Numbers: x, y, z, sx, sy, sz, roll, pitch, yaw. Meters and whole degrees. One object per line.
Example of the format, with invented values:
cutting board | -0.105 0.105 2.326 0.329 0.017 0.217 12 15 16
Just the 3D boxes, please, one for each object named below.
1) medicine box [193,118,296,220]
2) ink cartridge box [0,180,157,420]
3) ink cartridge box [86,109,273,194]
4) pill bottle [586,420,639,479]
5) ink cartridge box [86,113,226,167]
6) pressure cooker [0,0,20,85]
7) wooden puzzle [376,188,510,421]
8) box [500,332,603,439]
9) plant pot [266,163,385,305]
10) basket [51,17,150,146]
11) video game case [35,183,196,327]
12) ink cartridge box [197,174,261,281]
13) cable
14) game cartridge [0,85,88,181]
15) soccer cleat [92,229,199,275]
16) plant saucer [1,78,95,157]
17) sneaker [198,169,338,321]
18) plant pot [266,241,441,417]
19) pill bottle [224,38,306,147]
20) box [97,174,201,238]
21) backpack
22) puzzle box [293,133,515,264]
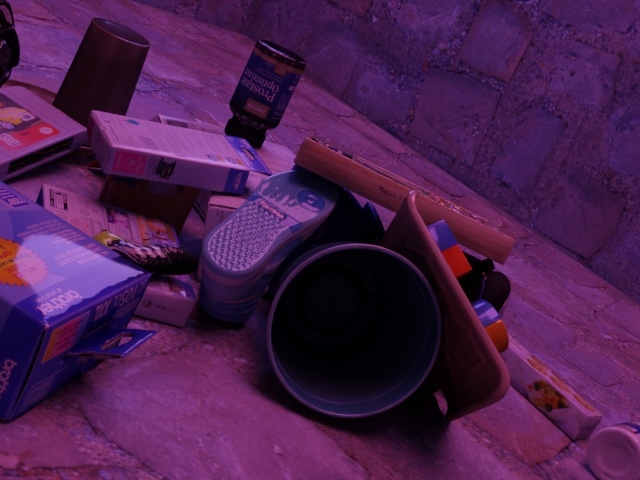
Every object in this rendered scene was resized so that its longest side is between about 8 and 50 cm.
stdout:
medicine box | -0.152 -0.122 2.011 0.263 0.149 0.289 14 23 -36
ink cartridge box | -0.411 0.063 1.162 0.395 0.151 0.270 32 19 7
ink cartridge box | -0.258 -0.157 1.647 0.311 0.065 0.186 6 24 -27
pill bottle | 0.599 0.404 1.721 0.186 0.112 0.112 5 28 -50
ink cartridge box | -0.336 -0.175 1.860 0.189 0.232 0.066 2 61 -54
pressure cooker | -0.699 -0.301 1.382 0.420 0.370 0.375 37 4 24
wooden puzzle | 0.205 0.113 1.495 0.322 0.080 0.348 112 -44 -71
box | 0.445 0.289 1.888 0.067 0.063 0.324 10 25 -45
plant pot | 0.000 0.000 1.783 0.212 0.236 0.236 29 16 -14
basket | -0.457 -0.333 1.874 0.154 0.227 0.204 24 19 -10
video game case | -0.348 0.022 1.488 0.244 0.061 0.269 17 22 -26
ink cartridge box | -0.170 -0.025 1.696 0.093 0.154 0.212 10 20 -3
cable | 0.170 0.232 1.551 0.047 0.151 0.184 -15 42 -9
game cartridge | -0.595 -0.205 1.676 0.196 0.060 0.294 29 30 11
soccer cleat | -0.272 0.035 1.394 0.178 0.060 0.072 13 38 -28
plant saucer | -0.591 -0.255 1.910 0.310 0.050 0.311 25 18 -9
sneaker | -0.102 0.016 1.558 0.127 0.208 0.319 39 49 16
plant pot | 0.035 0.120 1.484 0.271 0.272 0.255 24 5 -11
pill bottle | -0.129 -0.325 2.004 0.122 0.219 0.123 24 17 -8
box | -0.328 -0.099 1.732 0.170 0.130 0.091 22 21 -15
backpack | 0.222 0.115 1.757 0.263 0.277 0.213 33 14 35
puzzle box | 0.150 -0.084 1.660 0.408 0.052 0.272 26 8 -2
